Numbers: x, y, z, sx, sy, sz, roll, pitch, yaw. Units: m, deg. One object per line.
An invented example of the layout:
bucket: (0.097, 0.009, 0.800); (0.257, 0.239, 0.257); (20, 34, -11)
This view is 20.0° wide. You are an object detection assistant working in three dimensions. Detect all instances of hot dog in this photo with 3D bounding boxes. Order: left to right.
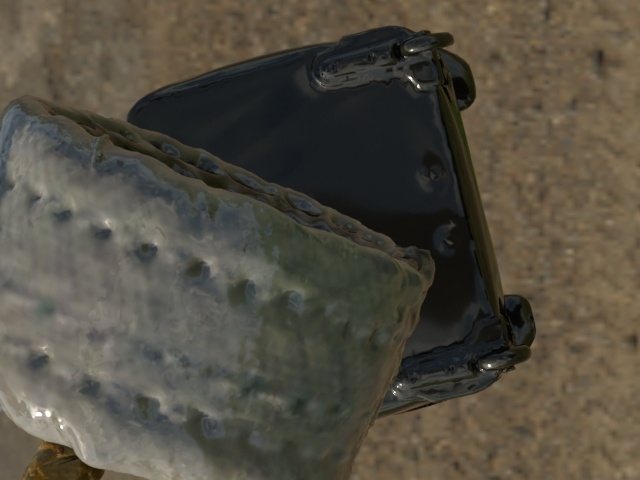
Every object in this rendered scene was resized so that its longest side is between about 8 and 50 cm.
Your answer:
hot dog: (-0.266, 0.252, 1.804); (0.061, 0.088, 0.286); (155, 136, -77)

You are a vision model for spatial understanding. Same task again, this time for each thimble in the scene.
thimble: (-0.075, 0.036, 0.960); (0.217, 0.245, 0.157); (-77, 8, -84)

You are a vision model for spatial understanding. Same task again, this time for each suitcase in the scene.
suitcase: (0.000, 0.000, 1.645); (0.188, 0.339, 0.345); (-14, -89, -84)
